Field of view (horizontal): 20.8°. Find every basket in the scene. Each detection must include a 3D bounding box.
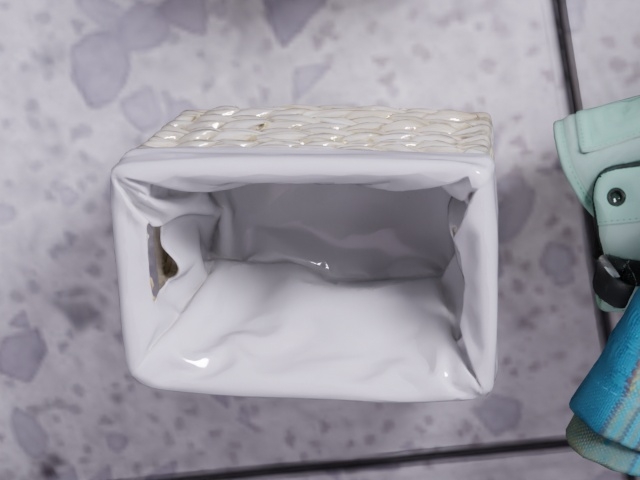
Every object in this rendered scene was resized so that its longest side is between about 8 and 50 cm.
[{"bbox_3d":[0.000,0.000,0.795,0.167,0.103,0.113,1,113,9],"label":"basket"}]

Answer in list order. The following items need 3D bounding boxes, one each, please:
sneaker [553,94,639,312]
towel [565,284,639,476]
[{"bbox_3d":[0.177,-0.069,0.732,0.151,0.094,0.256,3,116,2],"label":"sneaker"},{"bbox_3d":[0.286,-0.035,0.690,0.271,0.040,0.370,15,118,-31],"label":"towel"}]
